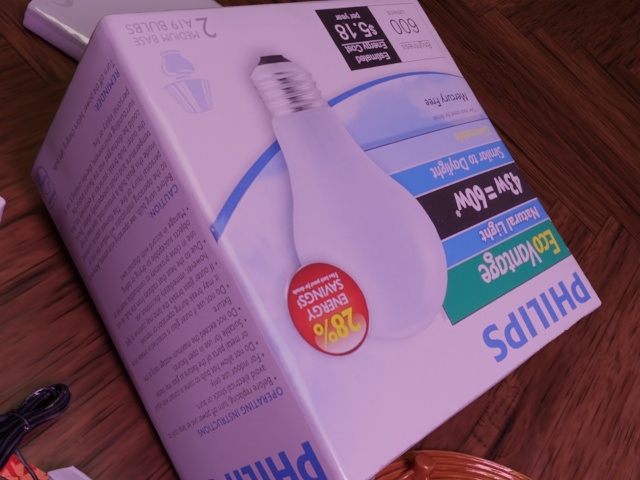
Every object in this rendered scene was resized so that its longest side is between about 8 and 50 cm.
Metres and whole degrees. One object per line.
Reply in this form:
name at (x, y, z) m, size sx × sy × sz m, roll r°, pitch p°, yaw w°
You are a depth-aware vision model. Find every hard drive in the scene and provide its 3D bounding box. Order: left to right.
hard drive at (-0.164, -0.230, 0.839) m, size 0.308 × 0.040 × 0.203 m, roll 33°, pitch 47°, yaw -10°

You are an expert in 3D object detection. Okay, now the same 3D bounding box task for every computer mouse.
computer mouse at (-0.178, 0.199, 0.503) m, size 0.193 × 0.042 × 0.106 m, roll 51°, pitch 26°, yaw 6°

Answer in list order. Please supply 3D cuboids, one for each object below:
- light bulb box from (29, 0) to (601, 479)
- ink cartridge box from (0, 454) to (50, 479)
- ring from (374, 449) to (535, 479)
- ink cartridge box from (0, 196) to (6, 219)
light bulb box at (0.000, 0.000, 0.627) m, size 0.358 × 0.225 × 0.361 m, roll -22°, pitch 79°, yaw -41°
ink cartridge box at (-0.277, 0.219, 0.439) m, size 0.181 × 0.056 × 0.224 m, roll 34°, pitch 48°, yaw -8°
ring at (0.155, 0.297, 0.571) m, size 0.337 × 0.032 × 0.336 m, roll 15°, pitch 26°, yaw -7°
ink cartridge box at (-0.307, 0.062, 0.364) m, size 0.168 × 0.232 × 0.171 m, roll 27°, pitch 29°, yaw -1°
